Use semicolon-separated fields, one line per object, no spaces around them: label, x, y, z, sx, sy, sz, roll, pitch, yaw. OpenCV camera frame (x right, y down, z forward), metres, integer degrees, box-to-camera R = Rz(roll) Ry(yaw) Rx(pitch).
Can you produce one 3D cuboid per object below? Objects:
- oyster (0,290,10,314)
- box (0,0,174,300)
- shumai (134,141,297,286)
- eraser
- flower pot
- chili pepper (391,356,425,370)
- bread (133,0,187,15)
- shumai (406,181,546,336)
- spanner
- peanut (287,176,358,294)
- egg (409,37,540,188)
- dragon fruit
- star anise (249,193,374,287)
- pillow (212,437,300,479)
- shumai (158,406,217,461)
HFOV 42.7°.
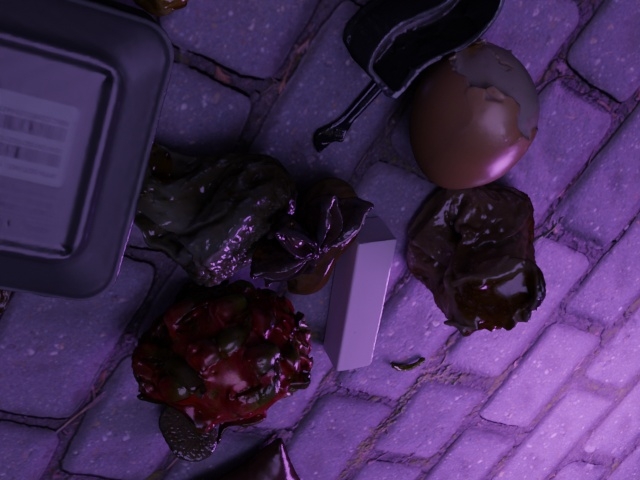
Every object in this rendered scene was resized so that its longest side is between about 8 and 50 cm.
oyster;-0.516;0.104;1.202;0.110;0.166;0.341;26;118;-34
box;-0.415;-0.134;1.023;0.395;0.111;0.397;11;107;-21
shumai;-0.167;-0.065;1.246;0.225;0.222;0.260;-50;165;14
eraser;0.068;0.103;1.511;0.076;0.078;0.298;-7;127;-21
flower pot;0.150;-0.325;1.214;0.229;0.108;0.103;-36;131;2
chili pepper;0.184;0.261;1.722;0.083;0.017;0.030;-12;128;-21
bread;-0.256;-0.430;0.965;0.077;0.084;0.368;-58;139;-33
shumai;0.331;0.064;1.488;0.267;0.262;0.314;-43;132;10
spanner;0.063;-0.220;1.313;0.208;0.012;0.046;-46;129;12
peanut;0.000;0.000;1.386;0.110;0.120;0.236;21;124;0
egg;0.237;-0.189;1.297;0.201;0.201;0.244;2;134;-27
dragon fruit;-0.162;0.192;1.372;0.302;0.231;0.237;0;136;-13
star anise;-0.025;-0.002;1.225;0.212;0.073;0.197;-40;162;18
pillow;-0.162;0.588;1.743;0.307;0.108;0.305;-27;126;-8
shumai;-0.257;0.364;1.557;0.099;0.124;0.087;-27;174;-30
